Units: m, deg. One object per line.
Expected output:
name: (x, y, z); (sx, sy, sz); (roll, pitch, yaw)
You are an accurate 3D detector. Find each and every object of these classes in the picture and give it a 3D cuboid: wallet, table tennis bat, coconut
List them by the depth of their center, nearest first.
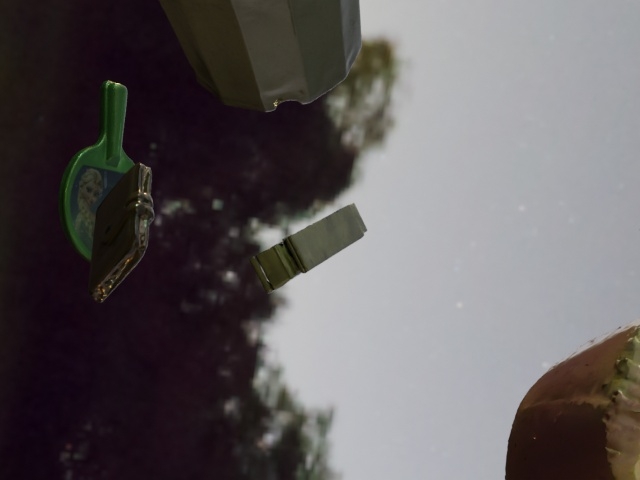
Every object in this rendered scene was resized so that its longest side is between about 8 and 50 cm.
coconut: (0.240, 0.160, 0.879); (0.245, 0.233, 0.233); (129, -32, -71)
wallet: (-0.236, -0.013, 1.578); (0.118, 0.039, 0.152); (-45, -150, 32)
table tennis bat: (-0.292, -0.093, 1.841); (0.039, 0.160, 0.257); (-5, -102, 35)

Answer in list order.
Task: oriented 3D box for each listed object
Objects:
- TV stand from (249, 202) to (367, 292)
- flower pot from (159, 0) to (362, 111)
TV stand: (0.000, 0.000, 1.243); (0.036, 0.042, 0.249); (61, 20, 0)
flower pot: (-0.068, -0.279, 1.363); (0.259, 0.290, 0.290); (78, 8, -51)
